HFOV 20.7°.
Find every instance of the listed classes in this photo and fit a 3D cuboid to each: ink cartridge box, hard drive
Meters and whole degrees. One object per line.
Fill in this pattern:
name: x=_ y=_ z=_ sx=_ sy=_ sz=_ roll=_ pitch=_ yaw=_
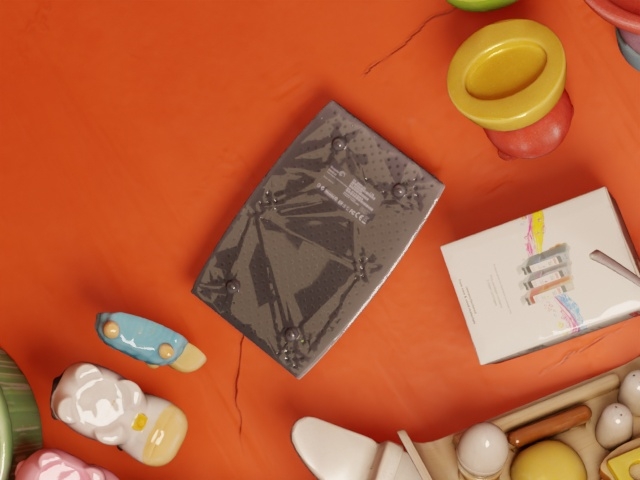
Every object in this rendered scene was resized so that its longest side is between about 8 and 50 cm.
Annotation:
ink cartridge box: x=0.229 y=0.038 z=1.741 sx=0.176 sy=0.128 sz=0.127 roll=-19 pitch=82 yaw=11
hard drive: x=0.000 y=0.000 z=1.840 sx=0.172 sy=0.054 sz=0.254 roll=38 pitch=96 yaw=14

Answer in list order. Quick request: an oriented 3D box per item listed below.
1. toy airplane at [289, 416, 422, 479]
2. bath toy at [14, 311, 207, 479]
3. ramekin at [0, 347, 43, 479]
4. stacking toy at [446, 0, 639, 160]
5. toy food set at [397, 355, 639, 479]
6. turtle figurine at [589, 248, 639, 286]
toy airplane: x=0.001 y=0.374 z=1.735 sx=0.384 sy=0.272 sz=0.386 roll=-21 pitch=68 yaw=-26
bath toy: x=-0.248 y=0.245 z=1.810 sx=0.151 sy=0.129 sz=0.348 roll=31 pitch=78 yaw=-11
ramekin: x=-0.450 y=0.221 z=1.892 sx=0.303 sy=0.148 sz=0.303 roll=-1 pitch=86 yaw=14
stacking toy: x=0.265 y=-0.239 z=1.789 sx=0.309 sy=0.130 sz=0.279 roll=-26 pitch=54 yaw=9
toy food set: x=0.254 y=0.217 z=1.655 sx=0.306 sy=0.092 sz=0.219 roll=-20 pitch=55 yaw=-13
turtle figurine: x=0.420 y=0.086 z=1.595 sx=0.198 sy=0.266 sz=0.274 roll=-21 pitch=91 yaw=33
